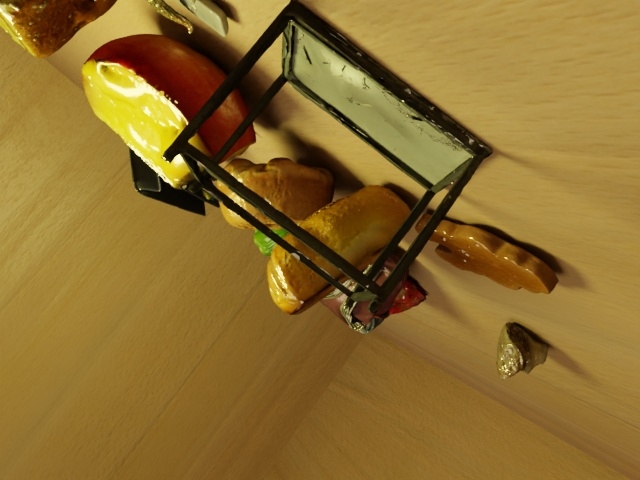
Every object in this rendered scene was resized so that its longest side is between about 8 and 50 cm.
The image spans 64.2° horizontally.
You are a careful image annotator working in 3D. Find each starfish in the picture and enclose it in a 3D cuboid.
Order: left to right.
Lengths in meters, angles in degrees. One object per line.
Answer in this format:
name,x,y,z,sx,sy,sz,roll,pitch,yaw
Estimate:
starfish,-0.268,-0.426,0.796,0.208,0.053,0.176,37,150,6

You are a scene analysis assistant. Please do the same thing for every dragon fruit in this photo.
dragon fruit,0.211,0.152,1.670,0.262,0.189,0.163,29,-161,23

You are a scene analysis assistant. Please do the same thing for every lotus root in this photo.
lotus root,-0.161,-0.032,2.081,0.186,0.186,0.186,36,171,7

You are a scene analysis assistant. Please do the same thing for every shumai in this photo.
shumai,0.510,0.281,1.289,0.116,0.145,0.145,9,163,14

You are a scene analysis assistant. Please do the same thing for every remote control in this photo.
remote control,-0.219,-0.405,0.842,0.184,0.027,0.050,39,165,12

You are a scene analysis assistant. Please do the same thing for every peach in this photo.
peach,-0.297,-0.282,1.087,0.380,0.242,0.306,44,150,11

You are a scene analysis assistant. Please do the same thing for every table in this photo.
table,0.006,-0.098,0.751,0.335,0.272,0.222,37,171,-1

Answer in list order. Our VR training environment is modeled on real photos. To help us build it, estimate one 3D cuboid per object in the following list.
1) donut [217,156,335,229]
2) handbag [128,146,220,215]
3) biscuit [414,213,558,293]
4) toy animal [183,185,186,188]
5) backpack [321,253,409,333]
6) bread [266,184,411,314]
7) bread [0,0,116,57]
donut,-0.103,-0.106,1.228,0.299,0.150,0.317,-3,176,30
handbag,-0.472,-0.261,1.689,0.329,0.122,0.303,26,-138,-57
biscuit,0.308,0.025,0.961,0.186,0.044,0.295,40,172,-36
toy animal,-0.365,-0.351,1.476,0.284,0.225,0.302,57,158,3
backpack,0.110,0.110,1.483,0.283,0.197,0.317,41,143,4
bread,0.027,0.021,1.126,0.148,0.337,0.328,54,175,7
bread,-0.447,-0.439,0.870,0.110,0.234,0.184,41,169,-8
